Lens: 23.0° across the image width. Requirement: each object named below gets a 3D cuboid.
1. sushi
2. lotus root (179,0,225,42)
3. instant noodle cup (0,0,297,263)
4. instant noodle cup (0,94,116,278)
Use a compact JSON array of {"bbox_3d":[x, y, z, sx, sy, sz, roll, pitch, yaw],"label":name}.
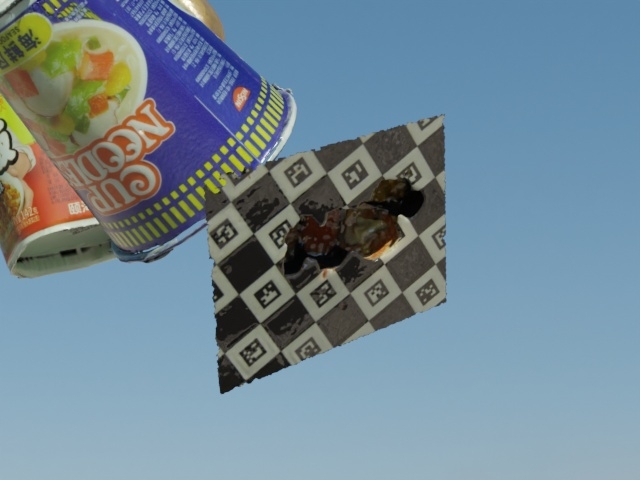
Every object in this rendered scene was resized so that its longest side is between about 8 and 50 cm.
[{"bbox_3d":[0.000,0.000,1.681,0.290,0.264,0.050,-19,35,-23],"label":"sushi"},{"bbox_3d":[-0.240,-0.333,2.368,0.257,0.140,0.154,33,37,23],"label":"lotus root"},{"bbox_3d":[-0.224,-0.179,1.730,0.284,0.284,0.312,-16,-55,45],"label":"instant noodle cup"},{"bbox_3d":[-0.367,-0.129,2.183,0.294,0.308,0.294,-17,-13,-4],"label":"instant noodle cup"}]
